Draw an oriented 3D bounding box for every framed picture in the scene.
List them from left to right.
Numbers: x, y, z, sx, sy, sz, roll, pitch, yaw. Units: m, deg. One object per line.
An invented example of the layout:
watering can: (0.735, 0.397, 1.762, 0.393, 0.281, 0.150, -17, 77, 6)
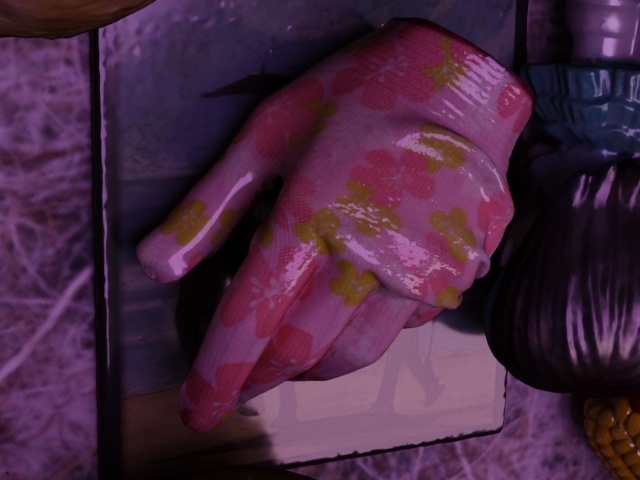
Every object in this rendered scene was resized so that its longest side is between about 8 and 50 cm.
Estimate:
framed picture: (-0.003, -0.032, 0.927, 0.265, 0.016, 0.347, -5, 108, -23)

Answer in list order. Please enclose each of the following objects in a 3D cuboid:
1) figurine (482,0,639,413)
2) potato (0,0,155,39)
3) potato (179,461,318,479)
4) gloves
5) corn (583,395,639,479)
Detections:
figurine: (0.172, -0.024, 0.945, 0.137, 0.110, 0.246, 8, 93, -3)
potato: (-0.112, -0.221, 0.699, 0.242, 0.242, 0.285, 19, 98, -29)
potato: (-0.071, 0.284, 0.818, 0.359, 0.269, 0.219, -47, 149, -37)
gloves: (0.007, 0.003, 0.869, 0.145, 0.126, 0.241, 36, 81, -34)
corn: (0.266, 0.171, 1.042, 0.093, 0.093, 0.244, -45, 99, -7)
